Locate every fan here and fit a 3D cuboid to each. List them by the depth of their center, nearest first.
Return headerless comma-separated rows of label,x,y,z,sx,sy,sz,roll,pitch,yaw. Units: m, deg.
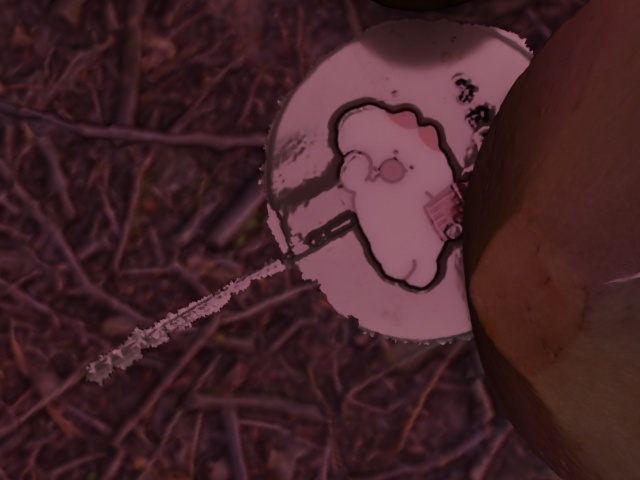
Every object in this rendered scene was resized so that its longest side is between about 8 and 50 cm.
fan,0.000,0.000,0.553,0.329,0.009,0.191,-28,89,5

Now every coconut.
coconut,0.178,0.011,0.429,0.259,0.259,0.259,0,91,6

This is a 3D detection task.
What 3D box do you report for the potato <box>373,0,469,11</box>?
potato,0.049,-0.248,0.492,0.160,0.111,0.272,2,90,-19
